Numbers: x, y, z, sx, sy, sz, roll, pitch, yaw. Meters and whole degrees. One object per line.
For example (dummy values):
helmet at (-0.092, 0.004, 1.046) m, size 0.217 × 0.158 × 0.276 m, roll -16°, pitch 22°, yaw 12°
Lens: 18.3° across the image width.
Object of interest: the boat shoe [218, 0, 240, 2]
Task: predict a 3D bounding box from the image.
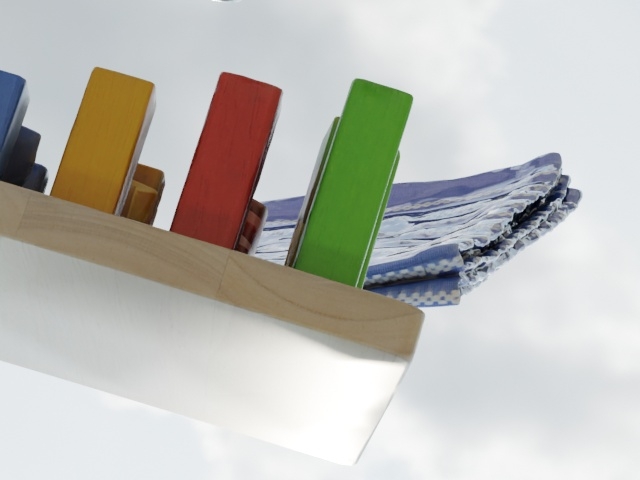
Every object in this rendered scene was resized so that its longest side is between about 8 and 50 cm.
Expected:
boat shoe at (-0.104, -0.251, 1.169) m, size 0.109 × 0.094 × 0.302 m, roll 12°, pitch -148°, yaw -37°

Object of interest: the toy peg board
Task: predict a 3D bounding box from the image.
toy peg board at (-0.048, -0.005, 0.595) m, size 0.160 × 0.161 × 0.079 m, roll 17°, pitch -108°, yaw 0°

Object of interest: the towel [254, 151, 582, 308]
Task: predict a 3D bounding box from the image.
towel at (0.000, 0.000, 1.087) m, size 0.243 × 0.040 × 0.336 m, roll -7°, pitch -174°, yaw 17°
